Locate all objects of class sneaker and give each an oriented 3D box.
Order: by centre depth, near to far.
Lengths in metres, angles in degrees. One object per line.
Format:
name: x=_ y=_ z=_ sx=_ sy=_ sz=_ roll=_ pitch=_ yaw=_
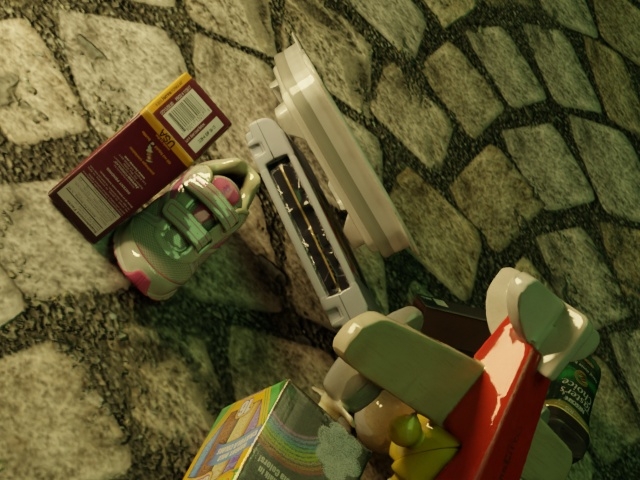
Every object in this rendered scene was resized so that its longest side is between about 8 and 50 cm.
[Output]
sneaker: x=-0.151 y=-0.029 z=1.702 sx=0.103 sy=0.111 sz=0.252 roll=45 pitch=37 yaw=-11

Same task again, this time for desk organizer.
desk organizer: x=0.185 y=0.117 z=2.010 sx=0.130 sy=0.050 sz=0.047 roll=14 pitch=15 yaw=-22

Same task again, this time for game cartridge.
game cartridge: x=0.000 y=0.000 z=1.822 sx=0.196 sy=0.060 sz=0.294 roll=61 pitch=3 yaw=-76

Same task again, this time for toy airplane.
toy airplane: x=0.159 y=0.204 z=1.723 sx=0.384 sy=0.272 sz=0.386 roll=-29 pitch=117 yaw=-42

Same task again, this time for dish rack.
dish rack: x=0.016 y=-0.116 z=1.872 sx=0.286 sy=0.072 sz=0.333 roll=59 pitch=4 yaw=-15

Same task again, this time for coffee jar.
coffee jar: x=0.339 y=0.231 z=2.066 sx=0.096 sy=0.079 sz=0.184 roll=42 pitch=38 yaw=-15

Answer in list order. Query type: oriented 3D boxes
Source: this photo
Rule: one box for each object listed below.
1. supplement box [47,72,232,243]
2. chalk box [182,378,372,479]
supplement box: x=-0.201 y=-0.090 z=1.630 sx=0.081 sy=0.188 sz=0.104 roll=49 pitch=36 yaw=-8
chalk box: x=-0.066 y=0.276 z=1.515 sx=0.132 sy=0.132 sz=0.213 roll=43 pitch=50 yaw=-15
